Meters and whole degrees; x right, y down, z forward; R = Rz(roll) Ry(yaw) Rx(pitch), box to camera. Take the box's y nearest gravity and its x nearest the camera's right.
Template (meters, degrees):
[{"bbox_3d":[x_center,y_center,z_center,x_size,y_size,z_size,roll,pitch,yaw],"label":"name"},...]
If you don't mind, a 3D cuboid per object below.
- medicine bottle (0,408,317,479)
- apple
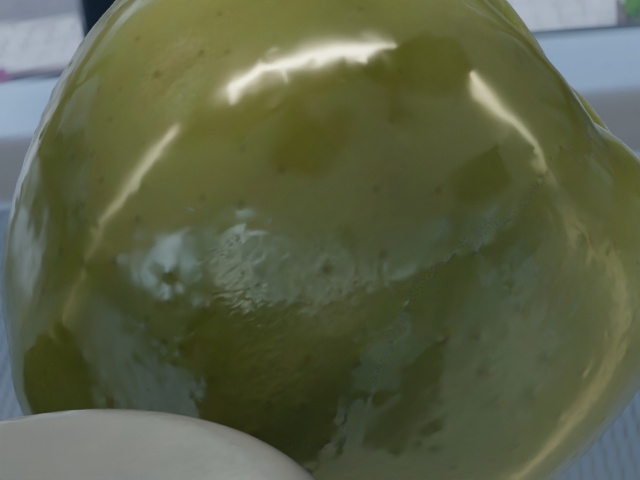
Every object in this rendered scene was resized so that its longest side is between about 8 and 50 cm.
[{"bbox_3d":[-0.084,0.244,0.602,0.245,0.306,0.245,-7,25,3],"label":"medicine bottle"},{"bbox_3d":[0.000,0.000,0.867,0.357,0.357,0.357,-6,27,3],"label":"apple"}]
